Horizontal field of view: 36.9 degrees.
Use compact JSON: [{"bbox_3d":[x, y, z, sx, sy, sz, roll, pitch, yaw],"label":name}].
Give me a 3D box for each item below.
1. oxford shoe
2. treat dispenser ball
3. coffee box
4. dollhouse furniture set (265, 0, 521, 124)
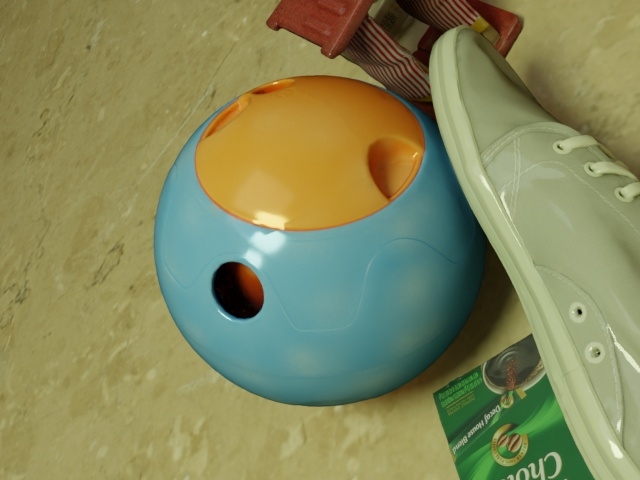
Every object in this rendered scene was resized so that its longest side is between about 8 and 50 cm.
[{"bbox_3d":[0.208,-0.006,0.731,0.130,0.169,0.449,-39,52,27],"label":"oxford shoe"},{"bbox_3d":[0.000,0.000,0.840,0.288,0.288,0.288,-24,53,35],"label":"treat dispenser ball"},{"bbox_3d":[0.165,0.177,0.760,0.113,0.040,0.184,-36,46,25],"label":"coffee box"},{"bbox_3d":[0.014,-0.267,1.046,0.152,0.201,0.374,-56,41,5],"label":"dollhouse furniture set"}]
